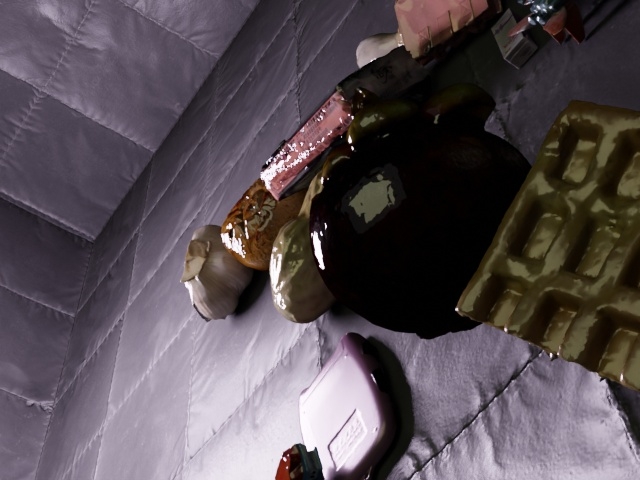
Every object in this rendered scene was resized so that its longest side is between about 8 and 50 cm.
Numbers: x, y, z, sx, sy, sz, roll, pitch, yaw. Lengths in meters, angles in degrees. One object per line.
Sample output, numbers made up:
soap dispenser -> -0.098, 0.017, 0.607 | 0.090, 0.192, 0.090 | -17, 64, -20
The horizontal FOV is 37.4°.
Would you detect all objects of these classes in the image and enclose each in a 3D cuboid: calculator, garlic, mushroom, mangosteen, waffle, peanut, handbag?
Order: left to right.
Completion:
garlic -> -0.216, 0.066, 2.150 | 0.143, 0.178, 0.229 | -19, 58, 16
mushroom -> -0.103, -0.049, 2.015 | 0.253, 0.153, 0.253 | -39, 26, 24
peanut -> 0.000, 0.000, 1.729 | 0.313, 0.152, 0.152 | -63, 22, -10
calculator -> 0.035, 0.269, 1.456 | 0.194, 0.043, 0.294 | -54, 25, 16
mushroom -> 0.141, -0.388, 1.951 | 0.212, 0.088, 0.097 | -17, 54, 62
mangosteen -> 0.131, -0.048, 1.235 | 0.307, 0.307, 0.346 | -33, 68, 50
handbag -> 0.237, -0.434, 1.767 | 0.212, 0.059, 0.157 | -30, 63, 45
waffle -> 0.328, 0.002, 0.966 | 0.348, 0.077, 0.304 | 20, 80, 49

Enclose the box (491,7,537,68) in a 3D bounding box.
box -> 0.320, -0.335, 1.565 | 0.050, 0.036, 0.117 | -51, 24, 27

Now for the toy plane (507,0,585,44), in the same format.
toy plane -> 0.404, -0.438, 1.415 | 0.326, 0.104, 0.223 | -61, 21, 0

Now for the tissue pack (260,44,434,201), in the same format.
tissue pack -> 0.042, -0.216, 1.819 | 0.245, 0.123, 0.332 | -40, 0, -41

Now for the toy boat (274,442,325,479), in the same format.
toy boat -> -0.032, 0.363, 1.406 | 0.173, 0.059, 0.069 | 103, 156, -43
